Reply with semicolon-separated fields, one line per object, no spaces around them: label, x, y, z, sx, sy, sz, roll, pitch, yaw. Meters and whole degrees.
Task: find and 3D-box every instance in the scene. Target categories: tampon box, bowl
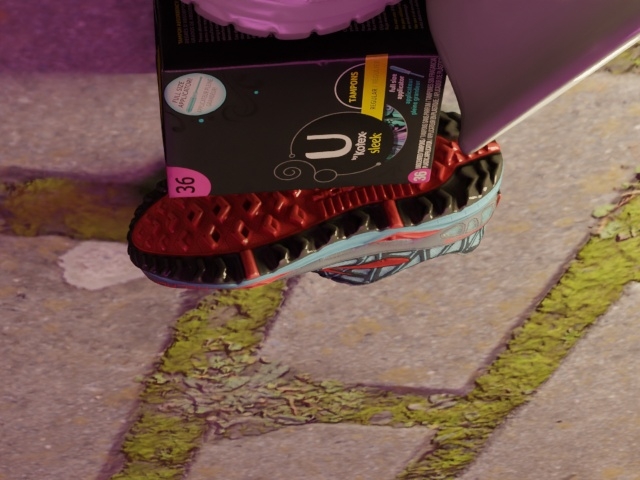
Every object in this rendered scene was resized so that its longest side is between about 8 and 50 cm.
tampon box;-0.016;-0.103;0.894;0.161;0.101;0.120;-5;145;-5
bowl;0.157;-0.176;0.744;0.298;0.134;0.298;-34;179;-1

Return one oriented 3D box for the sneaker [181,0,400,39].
sneaker;-0.062;-0.187;0.758;0.297;0.111;0.129;5;140;-21

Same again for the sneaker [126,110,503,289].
sneaker;0.000;0.000;1.051;0.261;0.104;0.125;-10;148;2
